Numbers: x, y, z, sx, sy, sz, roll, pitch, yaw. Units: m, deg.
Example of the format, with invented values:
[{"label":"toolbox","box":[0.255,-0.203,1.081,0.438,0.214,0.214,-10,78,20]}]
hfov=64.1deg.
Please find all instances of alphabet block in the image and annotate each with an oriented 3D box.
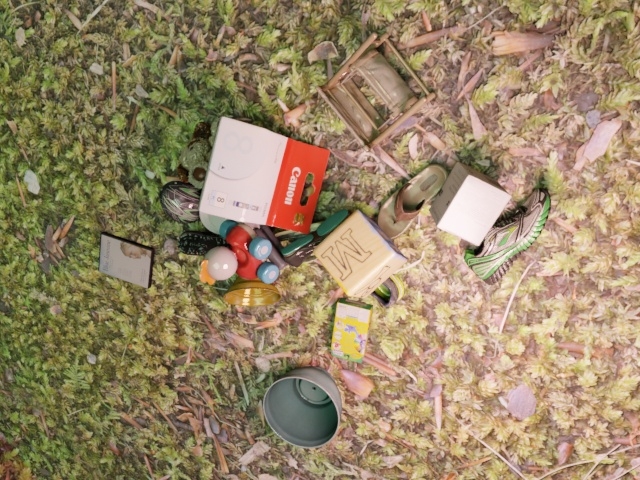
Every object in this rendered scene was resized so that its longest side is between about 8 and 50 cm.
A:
[{"label":"alphabet block","box":[0.129,0.049,1.626,0.197,0.192,0.193,-43,68,9]}]

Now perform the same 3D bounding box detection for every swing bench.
[{"label":"swing bench","box":[0.167,-0.454,1.574,0.254,0.165,0.253,-37,93,29]}]

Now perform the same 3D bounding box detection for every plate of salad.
[{"label":"plate of salad","box":[-0.341,-0.104,1.872,0.199,0.048,0.200,-7,129,-8]}]

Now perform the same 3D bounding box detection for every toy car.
[{"label":"toy car","box":[-0.307,0.079,1.729,0.219,0.238,0.210,28,143,40]}]

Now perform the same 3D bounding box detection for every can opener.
[{"label":"can opener","box":[-0.192,-0.033,1.779,0.283,0.076,0.095,52,132,4]}]

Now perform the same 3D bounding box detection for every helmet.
[{"label":"helmet","box":[-0.502,-0.143,1.880,0.169,0.161,0.169,5,107,17]}]

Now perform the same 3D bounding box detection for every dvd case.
[{"label":"dvd case","box":[-0.808,0.082,2.124,0.253,0.022,0.180,17,110,13]}]

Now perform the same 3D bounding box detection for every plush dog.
[{"label":"plush dog","box":[-0.395,-0.293,1.815,0.225,0.210,0.262,19,80,27]}]

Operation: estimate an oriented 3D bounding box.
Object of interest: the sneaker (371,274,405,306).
[{"label":"sneaker","box":[0.166,0.106,1.757,0.300,0.121,0.111,43,113,3]}]

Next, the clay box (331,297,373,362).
[{"label":"clay box","box":[0.114,0.332,1.878,0.127,0.053,0.222,12,110,14]}]

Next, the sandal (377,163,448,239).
[{"label":"sandal","box":[0.289,-0.129,1.666,0.120,0.086,0.303,41,114,3]}]

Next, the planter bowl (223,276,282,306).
[{"label":"planter bowl","box":[-0.253,0.173,1.907,0.217,0.217,0.090,-14,65,21]}]

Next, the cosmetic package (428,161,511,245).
[{"label":"cosmetic package","box":[0.451,-0.113,1.566,0.151,0.151,0.184,24,111,-9]}]

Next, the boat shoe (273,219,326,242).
[{"label":"boat shoe","box":[-0.076,-0.016,1.823,0.223,0.080,0.073,-15,94,17]}]

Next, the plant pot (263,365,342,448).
[{"label":"plant pot","box":[-0.044,0.596,1.930,0.293,0.196,0.293,5,108,16]}]

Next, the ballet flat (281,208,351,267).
[{"label":"ballet flat","box":[0.000,0.000,1.745,0.280,0.095,0.096,-32,119,10]}]

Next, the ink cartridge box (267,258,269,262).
[{"label":"ink cartridge box","box":[-0.230,0.104,1.936,0.083,0.028,0.048,-16,100,21]}]

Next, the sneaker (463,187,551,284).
[{"label":"sneaker","box":[0.576,-0.023,1.579,0.146,0.134,0.344,36,114,6]}]

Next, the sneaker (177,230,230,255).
[{"label":"sneaker","box":[-0.389,0.014,1.932,0.283,0.124,0.107,17,102,-13]}]

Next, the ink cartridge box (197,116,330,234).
[{"label":"ink cartridge box","box":[-0.177,-0.201,1.677,0.384,0.091,0.308,14,95,-14]}]
